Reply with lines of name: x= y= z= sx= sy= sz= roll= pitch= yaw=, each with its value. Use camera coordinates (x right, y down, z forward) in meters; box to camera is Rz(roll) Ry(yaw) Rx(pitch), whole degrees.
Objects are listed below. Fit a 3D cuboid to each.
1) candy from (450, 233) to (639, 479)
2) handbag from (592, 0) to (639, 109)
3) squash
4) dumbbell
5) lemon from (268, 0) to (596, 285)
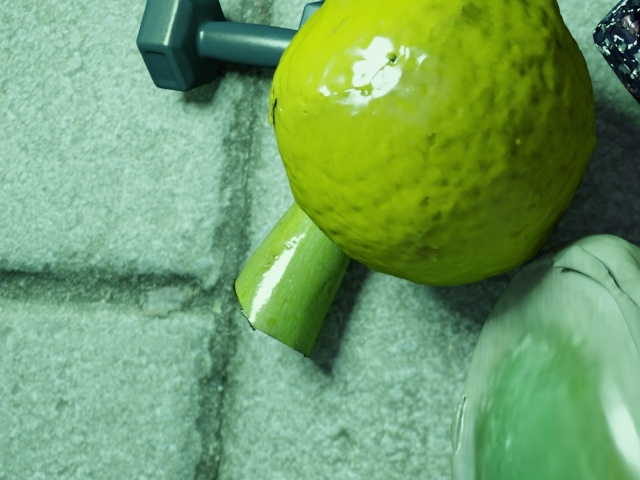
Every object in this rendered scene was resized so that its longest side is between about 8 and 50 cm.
candy: x=0.272 y=0.199 z=0.821 sx=0.186 sy=0.386 sz=0.426 roll=7 pitch=63 yaw=-19
handbag: x=0.426 y=-0.196 z=0.934 sx=0.162 sy=0.113 sz=0.260 roll=-38 pitch=67 yaw=31
squash: x=-0.015 y=-0.006 z=1.082 sx=0.137 sy=0.137 sz=0.287 roll=20 pitch=80 yaw=23
dumbbell: x=-0.085 y=-0.265 z=1.144 sx=0.325 sy=0.160 sz=0.144 roll=11 pitch=114 yaw=24
lemon: x=0.127 y=-0.119 z=0.916 sx=0.350 sy=0.387 sz=0.349 roll=-25 pitch=28 yaw=15
